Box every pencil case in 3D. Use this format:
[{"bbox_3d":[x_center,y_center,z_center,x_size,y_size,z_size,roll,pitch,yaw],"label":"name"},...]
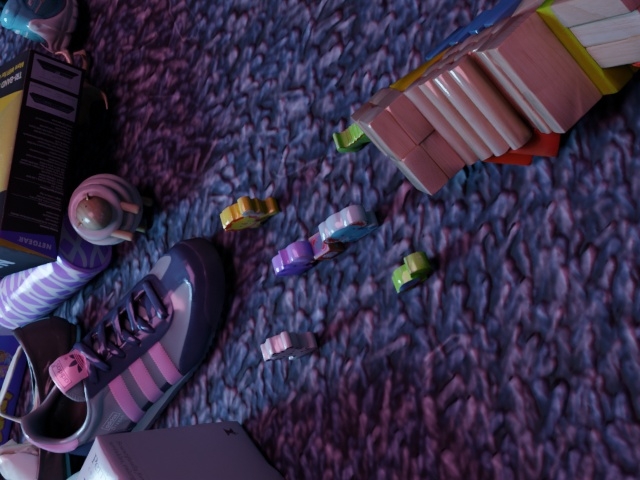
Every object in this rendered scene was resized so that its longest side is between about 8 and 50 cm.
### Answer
[{"bbox_3d":[-0.343,0.038,1.346,0.206,0.086,0.088,-35,76,38],"label":"pencil case"}]

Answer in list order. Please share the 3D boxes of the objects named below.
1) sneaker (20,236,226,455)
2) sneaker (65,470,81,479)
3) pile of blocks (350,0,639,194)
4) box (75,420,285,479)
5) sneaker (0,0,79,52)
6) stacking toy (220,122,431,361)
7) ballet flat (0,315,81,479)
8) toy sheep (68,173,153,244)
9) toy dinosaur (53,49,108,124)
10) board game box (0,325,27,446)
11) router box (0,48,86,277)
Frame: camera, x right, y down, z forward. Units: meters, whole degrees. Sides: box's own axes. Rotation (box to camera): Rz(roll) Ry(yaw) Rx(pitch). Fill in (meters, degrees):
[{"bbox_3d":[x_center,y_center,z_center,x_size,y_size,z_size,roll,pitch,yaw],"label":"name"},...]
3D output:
[{"bbox_3d":[-0.218,0.127,1.184,0.112,0.131,0.319,52,122,35],"label":"sneaker"},{"bbox_3d":[-0.220,0.361,1.198,0.151,0.094,0.256,-40,62,33],"label":"sneaker"},{"bbox_3d":[0.176,-0.132,0.842,0.112,0.149,0.362,47,144,-15],"label":"pile of blocks"},{"bbox_3d":[-0.125,0.282,1.044,0.181,0.182,0.119,47,120,37],"label":"box"},{"bbox_3d":[-0.406,-0.345,1.417,0.275,0.110,0.107,48,117,42],"label":"sneaker"},{"bbox_3d":[0.000,0.000,1.029,0.221,0.052,0.167,-35,64,38],"label":"stacking toy"},{"bbox_3d":[-0.352,0.234,1.334,0.095,0.096,0.280,167,105,-68],"label":"ballet flat"},{"bbox_3d":[-0.244,-0.036,1.242,0.091,0.132,0.091,0,95,4],"label":"toy sheep"},{"bbox_3d":[-0.308,-0.194,1.366,0.183,0.053,0.092,-4,99,46],"label":"toy dinosaur"},{"bbox_3d":[-0.524,0.217,1.524,0.233,0.078,0.347,28,107,43],"label":"board game box"},{"bbox_3d":[-0.419,-0.077,1.349,0.309,0.081,0.243,-14,66,46],"label":"router box"}]
